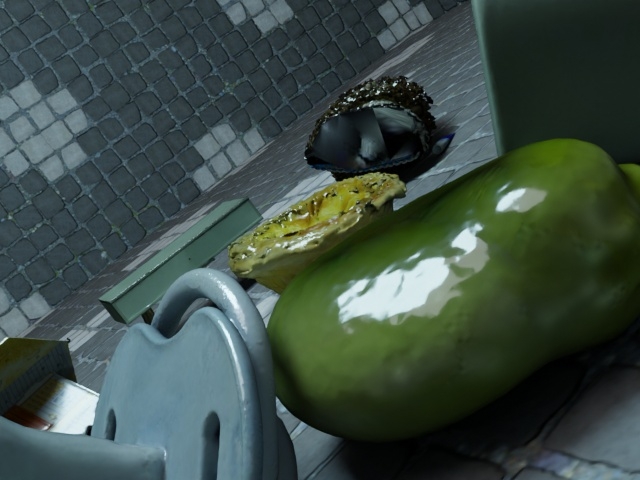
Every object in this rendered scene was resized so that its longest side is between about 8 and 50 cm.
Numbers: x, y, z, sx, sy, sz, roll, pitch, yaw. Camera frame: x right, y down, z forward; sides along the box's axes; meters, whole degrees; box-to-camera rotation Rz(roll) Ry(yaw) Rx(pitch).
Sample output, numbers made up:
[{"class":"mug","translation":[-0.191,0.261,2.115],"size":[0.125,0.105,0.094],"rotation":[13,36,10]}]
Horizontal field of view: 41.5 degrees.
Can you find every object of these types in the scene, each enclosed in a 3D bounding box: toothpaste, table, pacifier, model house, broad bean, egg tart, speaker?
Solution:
[{"class":"toothpaste","translation":[0.175,-0.140,1.211],"size":[0.024,0.015,0.083],"rotation":[-21,12,26]},{"class":"table","translation":[-0.181,0.053,1.211],"size":[0.240,0.111,0.122],"rotation":[-40,13,-18]},{"class":"pacifier","translation":[-0.140,0.128,0.511],"size":[0.226,0.238,0.287],"rotation":[9,-10,-31]},{"class":"model house","translation":[-0.229,0.210,0.694],"size":[0.136,0.207,0.219],"rotation":[17,42,28]},{"class":"broad bean","translation":[0.081,0.030,0.541],"size":[0.291,0.119,0.238],"rotation":[-25,16,45]},{"class":"egg tart","translation":[0.000,0.000,0.967],"size":[0.232,0.098,0.252],"rotation":[-35,14,-31]},{"class":"speaker","translation":[0.240,-0.189,0.746],"size":[0.184,0.183,0.406],"rotation":[-8,20,15]}]

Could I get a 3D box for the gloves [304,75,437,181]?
[{"class":"gloves","translation":[0.076,-0.166,1.286],"size":[0.210,0.135,0.312],"rotation":[-31,13,22]}]
